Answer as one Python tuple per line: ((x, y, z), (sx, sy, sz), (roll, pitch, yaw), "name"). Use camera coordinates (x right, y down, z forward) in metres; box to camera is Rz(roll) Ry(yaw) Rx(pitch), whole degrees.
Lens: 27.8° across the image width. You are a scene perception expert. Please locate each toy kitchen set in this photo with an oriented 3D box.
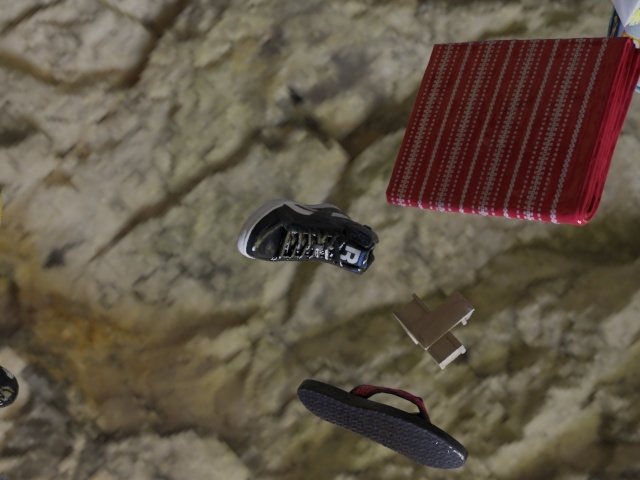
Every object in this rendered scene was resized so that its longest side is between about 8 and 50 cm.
((0.137, 0.097, 1.413), (0.083, 0.068, 0.075), (49, 178, 30), "toy kitchen set")

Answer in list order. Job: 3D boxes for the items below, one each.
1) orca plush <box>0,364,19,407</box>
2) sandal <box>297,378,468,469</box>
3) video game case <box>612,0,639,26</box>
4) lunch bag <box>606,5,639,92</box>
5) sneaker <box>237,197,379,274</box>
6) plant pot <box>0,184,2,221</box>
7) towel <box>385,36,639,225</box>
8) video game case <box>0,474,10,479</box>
((-0.635, 0.196, 2.200), (0.287, 0.151, 0.102), (44, 150, -12), "orca plush")
((0.054, 0.146, 1.110), (0.179, 0.040, 0.067), (16, 145, 42), "sandal")
((0.267, -0.336, 1.142), (0.210, 0.042, 0.232), (103, 147, -73), "video game case")
((0.457, -0.251, 1.459), (0.108, 0.224, 0.279), (-22, -137, -37), "lunch bag")
((0.000, 0.000, 1.696), (0.121, 0.079, 0.217), (28, -158, 31), "sneaker")
((-0.440, -0.011, 1.544), (0.134, 0.134, 0.095), (-122, 24, -56), "plant pot")
((0.196, -0.117, 1.349), (0.031, 0.199, 0.275), (27, 168, -41), "towel")
((-0.565, 0.459, 1.996), (0.329, 0.036, 0.300), (30, -150, 11), "video game case")
